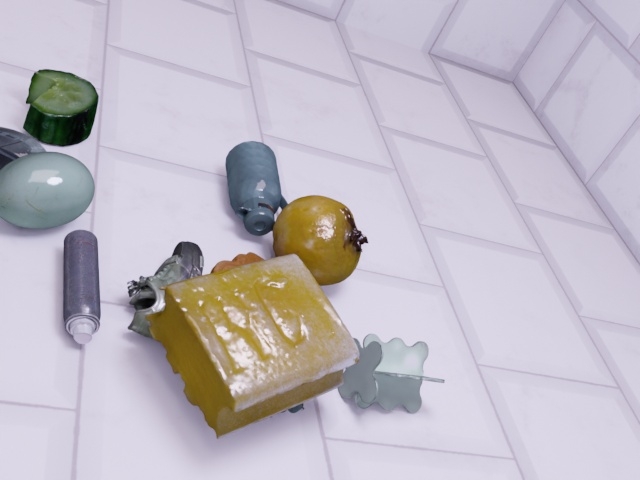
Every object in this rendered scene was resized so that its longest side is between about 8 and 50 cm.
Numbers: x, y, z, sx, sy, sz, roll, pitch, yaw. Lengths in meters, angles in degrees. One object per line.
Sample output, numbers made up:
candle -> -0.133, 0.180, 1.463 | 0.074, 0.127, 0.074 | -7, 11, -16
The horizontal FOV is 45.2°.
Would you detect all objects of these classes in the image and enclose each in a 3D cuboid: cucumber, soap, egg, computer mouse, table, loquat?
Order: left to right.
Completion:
computer mouse -> -0.733, -0.219, 1.825 | 0.231, 0.071, 0.126 | 32, 34, 6
egg -> -0.608, -0.109, 1.685 | 0.231, 0.168, 0.168 | -16, 54, -42
cucumber -> -0.670, -0.334, 1.984 | 0.191, 0.130, 0.191 | 14, 42, -13
soap -> -0.130, 0.198, 1.533 | 0.335, 0.156, 0.293 | -12, 56, -38
loquat -> 0.000, 0.000, 1.926 | 0.244, 0.244, 0.244 | 19, 35, -14
table -> 0.163, 0.300, 1.732 | 0.198, 0.166, 0.166 | 14, 36, -35

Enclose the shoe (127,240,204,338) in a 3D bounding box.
shoe -> -0.343, 0.094, 1.659 | 0.149, 0.109, 0.293 | 20, 39, -23

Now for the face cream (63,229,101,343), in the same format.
face cream -> -0.493, 0.094, 1.587 | 0.073, 0.073, 0.283 | 10, 38, -26

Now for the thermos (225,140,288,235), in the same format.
thermos -> -0.164, -0.124, 2.058 | 0.182, 0.145, 0.286 | 25, 34, -32

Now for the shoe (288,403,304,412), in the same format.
shoe -> -0.074, 0.321, 1.604 | 0.099, 0.071, 0.169 | 45, 41, 17

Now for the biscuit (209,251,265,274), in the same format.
biscuit -> -0.170, 0.131, 1.763 | 0.202, 0.047, 0.334 | 36, 28, -10
